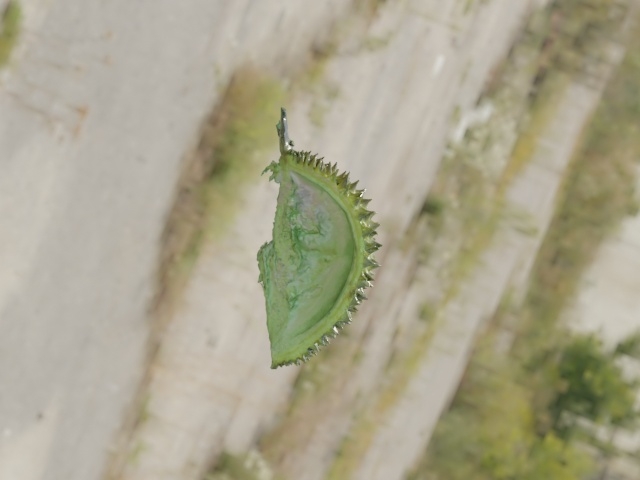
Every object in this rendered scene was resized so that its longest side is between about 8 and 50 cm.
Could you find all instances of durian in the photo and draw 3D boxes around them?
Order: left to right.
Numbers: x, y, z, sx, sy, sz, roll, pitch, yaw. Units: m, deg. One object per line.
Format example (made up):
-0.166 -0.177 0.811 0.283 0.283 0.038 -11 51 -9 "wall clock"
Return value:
0.000 0.000 1.493 0.086 0.100 0.215 -152 -116 -80 "durian"
